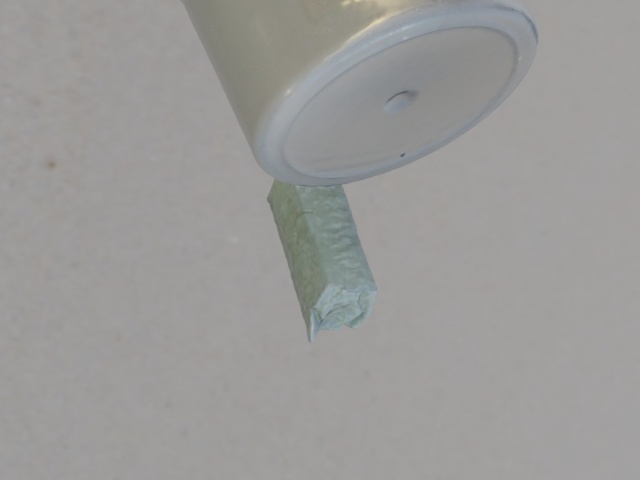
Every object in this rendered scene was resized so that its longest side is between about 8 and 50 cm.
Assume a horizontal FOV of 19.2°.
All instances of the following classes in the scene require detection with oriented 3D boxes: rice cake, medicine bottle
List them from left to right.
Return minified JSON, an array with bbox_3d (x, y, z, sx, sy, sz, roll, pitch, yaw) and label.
[{"bbox_3d":[0.000,0.000,1.747,0.063,0.206,0.069,2,133,-22],"label":"rice cake"},{"bbox_3d":[0.017,-0.196,1.440,0.238,0.238,0.232,15,45,-58],"label":"medicine bottle"}]
